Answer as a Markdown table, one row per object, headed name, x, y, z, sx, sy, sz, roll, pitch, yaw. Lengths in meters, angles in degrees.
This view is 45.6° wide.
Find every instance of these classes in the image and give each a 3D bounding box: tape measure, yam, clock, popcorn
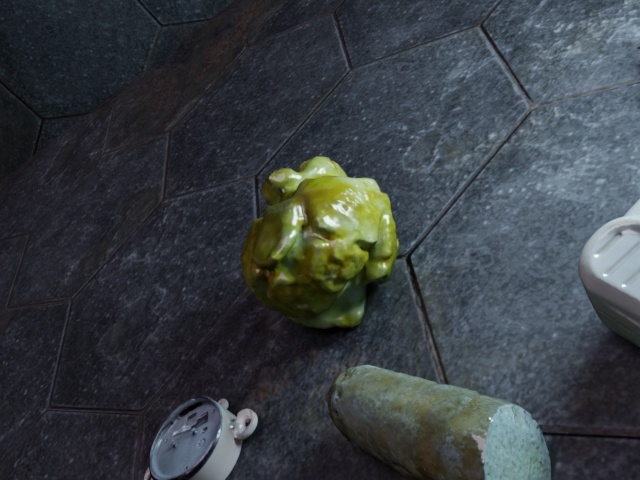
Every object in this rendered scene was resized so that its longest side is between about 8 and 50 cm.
| name | x | y | z | sx | sy | sz | roll | pitch | yaw |
| --- | --- | --- | --- | --- | --- | --- | --- | --- | --- |
| tape measure | 0.426 | 0.045 | 0.794 | 0.265 | 0.130 | 0.258 | -41 | 36 | -5 |
| yam | 0.125 | 0.226 | 0.918 | 0.330 | 0.133 | 0.133 | 10 | 60 | 54 |
| clock | -0.199 | 0.322 | 1.198 | 0.229 | 0.063 | 0.155 | -31 | 37 | 17 |
| popcorn | -0.002 | -0.007 | 1.200 | 0.277 | 0.225 | 0.276 | -23 | 41 | 22 |

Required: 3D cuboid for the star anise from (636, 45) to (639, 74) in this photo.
| name | x | y | z | sx | sy | sz | roll | pitch | yaw |
| --- | --- | --- | --- | --- | --- | --- | --- | --- | --- |
| star anise | 0.541 | -0.292 | 1.060 | 0.214 | 0.099 | 0.220 | -40 | 33 | 23 |
